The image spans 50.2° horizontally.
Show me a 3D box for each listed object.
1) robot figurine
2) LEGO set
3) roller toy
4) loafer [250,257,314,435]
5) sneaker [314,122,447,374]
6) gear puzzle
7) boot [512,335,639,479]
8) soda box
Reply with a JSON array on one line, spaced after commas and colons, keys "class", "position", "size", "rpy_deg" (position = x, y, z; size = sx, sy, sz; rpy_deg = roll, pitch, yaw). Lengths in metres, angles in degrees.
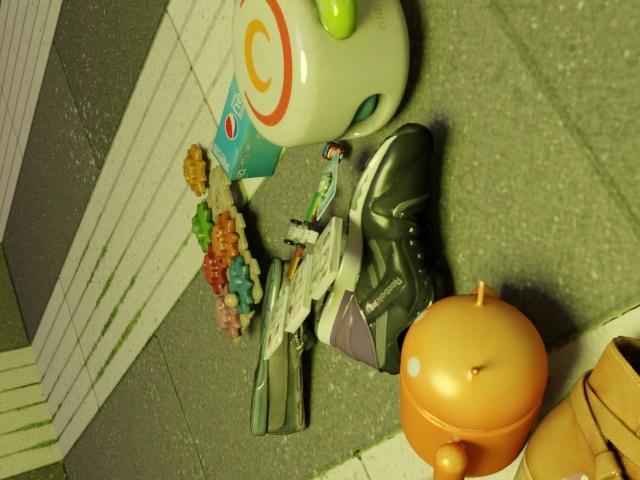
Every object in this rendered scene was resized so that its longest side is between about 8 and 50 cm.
[{"class": "robot figurine", "position": [0.135, 0.132, 0.622], "size": [0.128, 0.158, 0.219], "rpy_deg": [48, 160, 34]}, {"class": "LEGO set", "position": [0.000, 0.000, 0.789], "size": [0.182, 0.060, 0.244], "rpy_deg": [124, 159, -44]}, {"class": "roller toy", "position": [0.000, -0.204, 0.745], "size": [0.209, 0.146, 0.191], "rpy_deg": [38, 134, 52]}, {"class": "loafer", "position": [-0.046, 0.152, 0.961], "size": [0.096, 0.084, 0.267], "rpy_deg": [-109, 26, -70]}, {"class": "sneaker", "position": [0.094, 0.017, 0.734], "size": [0.124, 0.107, 0.283], "rpy_deg": [29, 122, 25]}, {"class": "gear puzzle", "position": [-0.171, -0.019, 1.066], "size": [0.338, 0.044, 0.175], "rpy_deg": [69, 151, 28]}, {"class": "boot", "position": [0.282, 0.230, 0.522], "size": [0.283, 0.109, 0.220], "rpy_deg": [51, 131, 44]}, {"class": "soda box", "position": [-0.080, -0.184, 0.917], "size": [0.067, 0.071, 0.210], "rpy_deg": [54, 136, 32]}]
